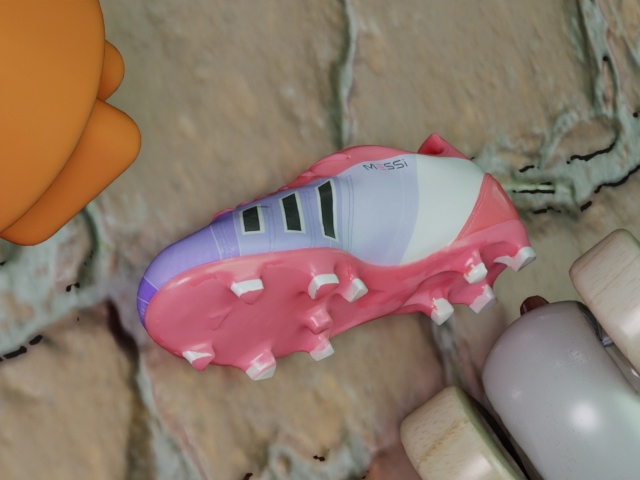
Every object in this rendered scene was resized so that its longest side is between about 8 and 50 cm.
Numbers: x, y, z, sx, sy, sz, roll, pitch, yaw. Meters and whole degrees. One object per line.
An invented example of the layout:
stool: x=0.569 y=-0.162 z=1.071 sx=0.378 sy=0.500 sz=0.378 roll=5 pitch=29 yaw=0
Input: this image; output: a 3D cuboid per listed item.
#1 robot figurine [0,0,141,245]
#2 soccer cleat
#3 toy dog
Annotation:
robot figurine: x=-0.166 y=-0.075 z=0.725 sx=0.219 sy=0.128 sz=0.158 roll=30 pitch=70 yaw=-39
soccer cleat: x=0.000 y=0.000 z=0.942 sx=0.248 sy=0.083 sz=0.095 roll=-9 pitch=55 yaw=-45
toy dog: x=0.179 y=0.140 z=1.026 sx=0.161 sy=0.220 sz=0.334 roll=-85 pitch=155 yaw=-71
